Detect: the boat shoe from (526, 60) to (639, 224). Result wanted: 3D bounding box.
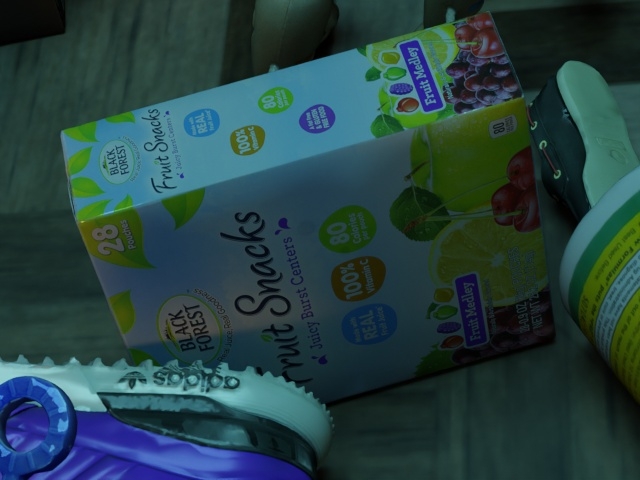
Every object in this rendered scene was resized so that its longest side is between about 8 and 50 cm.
[{"bbox_3d":[0.143,-0.034,0.945,0.049,0.042,0.133,15,45,-32],"label":"boat shoe"}]

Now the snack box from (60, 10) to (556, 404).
[{"bbox_3d":[0.000,0.000,0.859,0.207,0.174,0.070,-16,47,0],"label":"snack box"}]

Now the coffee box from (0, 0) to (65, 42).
[{"bbox_3d":[-0.260,-0.262,1.163,0.168,0.119,0.297,-9,50,1],"label":"coffee box"}]

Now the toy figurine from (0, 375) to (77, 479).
[{"bbox_3d":[-0.146,0.156,0.699,0.362,0.191,0.217,10,88,19],"label":"toy figurine"}]

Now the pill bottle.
[{"bbox_3d":[0.207,0.061,0.802,0.117,0.118,0.208,-27,51,-10],"label":"pill bottle"}]

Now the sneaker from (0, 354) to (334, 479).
[{"bbox_3d":[-0.145,0.136,0.827,0.293,0.102,0.146,-3,52,10],"label":"sneaker"}]

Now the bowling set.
[{"bbox_3d":[0.062,-0.154,1.017,0.199,0.154,0.287,14,52,-1],"label":"bowling set"}]
